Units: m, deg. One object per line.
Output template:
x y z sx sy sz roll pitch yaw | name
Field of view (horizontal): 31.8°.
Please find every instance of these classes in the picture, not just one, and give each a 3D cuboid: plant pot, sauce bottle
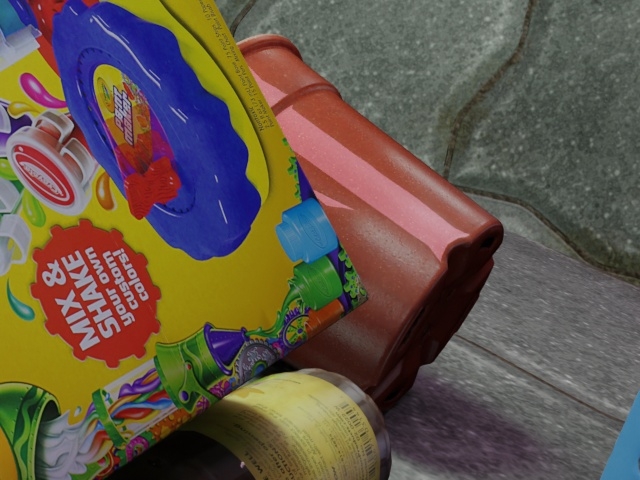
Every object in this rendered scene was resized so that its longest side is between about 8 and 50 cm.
0.000 0.000 1.003 0.265 0.272 0.272 35 16 18 | plant pot
-0.065 0.143 0.573 0.111 0.111 0.344 26 12 19 | sauce bottle

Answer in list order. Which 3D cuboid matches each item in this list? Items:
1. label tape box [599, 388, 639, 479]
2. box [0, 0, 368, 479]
0.243 0.191 0.591 0.106 0.240 0.334 9 17 -37 | label tape box
-0.174 -0.027 0.490 0.279 0.177 0.289 -31 93 -52 | box
